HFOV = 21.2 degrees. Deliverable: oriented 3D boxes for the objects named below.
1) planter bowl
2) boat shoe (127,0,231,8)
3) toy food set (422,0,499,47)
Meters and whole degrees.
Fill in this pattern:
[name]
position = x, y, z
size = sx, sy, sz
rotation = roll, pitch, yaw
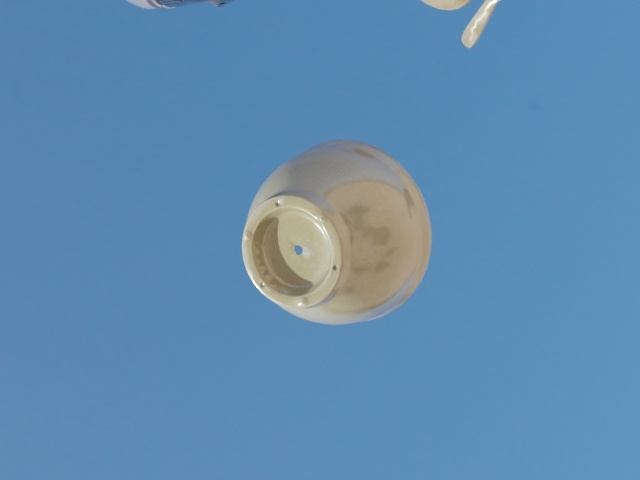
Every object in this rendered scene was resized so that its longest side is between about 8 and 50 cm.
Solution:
[planter bowl]
position = 0.000, 0.000, 1.454
size = 0.109, 0.162, 0.162
rotation = -19, -59, -61
[boat shoe]
position = -0.037, -0.193, 1.028
size = 0.228, 0.076, 0.080
rotation = -42, -42, -56
[toy food set]
position = 0.126, -0.300, 1.749
size = 0.038, 0.192, 0.132
rotation = -30, -18, -37
